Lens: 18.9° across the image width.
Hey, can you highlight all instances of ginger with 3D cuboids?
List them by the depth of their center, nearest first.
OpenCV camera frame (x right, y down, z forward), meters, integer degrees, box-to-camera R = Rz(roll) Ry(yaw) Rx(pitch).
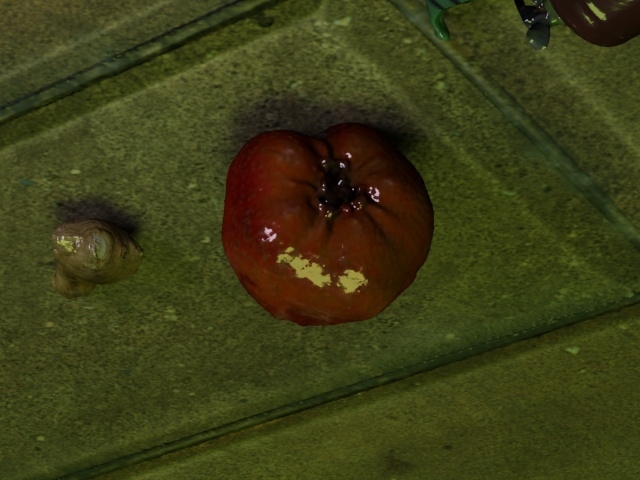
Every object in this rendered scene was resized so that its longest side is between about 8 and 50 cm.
[{"bbox_3d":[-0.235,0.020,2.011,0.096,0.067,0.165,4,160,-8],"label":"ginger"}]

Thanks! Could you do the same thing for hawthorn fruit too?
[{"bbox_3d":[0.000,0.000,1.874,0.207,0.207,0.243,3,152,-6],"label":"hawthorn fruit"}]

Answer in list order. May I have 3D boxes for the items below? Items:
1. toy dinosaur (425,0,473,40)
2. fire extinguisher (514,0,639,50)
[{"bbox_3d":[0.129,-0.253,1.581,0.079,0.120,0.292,-2,173,-19],"label":"toy dinosaur"},{"bbox_3d":[0.282,-0.251,1.541,0.337,0.135,0.114,-31,114,33],"label":"fire extinguisher"}]
